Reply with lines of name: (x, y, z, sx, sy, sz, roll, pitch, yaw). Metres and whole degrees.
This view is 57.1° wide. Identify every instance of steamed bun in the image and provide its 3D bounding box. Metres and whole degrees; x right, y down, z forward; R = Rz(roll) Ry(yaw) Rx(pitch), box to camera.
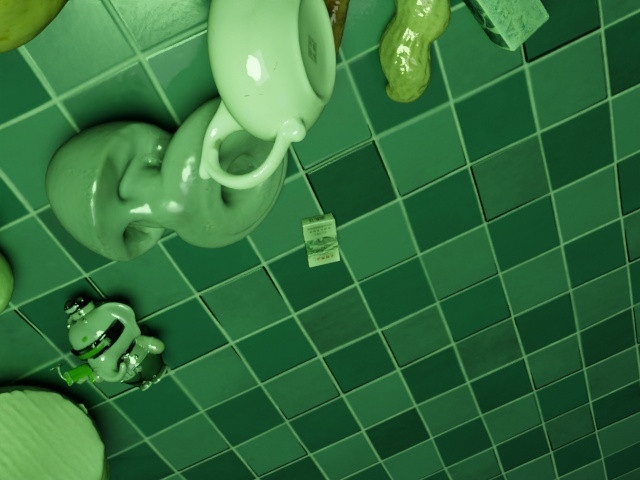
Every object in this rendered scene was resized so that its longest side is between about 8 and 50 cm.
steamed bun: (-0.512, 0.397, 0.939, 0.309, 0.309, 0.309, -7, 123, -10)

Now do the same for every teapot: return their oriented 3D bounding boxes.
teapot: (-0.066, -0.206, 0.676, 0.139, 0.298, 0.204, 0, 164, 17)

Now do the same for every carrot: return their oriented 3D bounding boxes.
carrot: (0.017, -0.305, 0.767, 0.057, 0.057, 0.224, 10, 113, -20)

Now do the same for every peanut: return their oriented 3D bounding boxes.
peanut: (0.125, -0.276, 0.790, 0.082, 0.082, 0.187, 5, 120, -17)

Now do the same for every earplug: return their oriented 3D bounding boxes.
earplug: (-0.192, -0.086, 0.787, 0.325, 0.175, 0.214, -14, 129, -17)

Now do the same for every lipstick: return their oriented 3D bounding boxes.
lipstick: (0.189, -0.368, 0.748, 0.076, 0.077, 0.289, -45, 122, 10)

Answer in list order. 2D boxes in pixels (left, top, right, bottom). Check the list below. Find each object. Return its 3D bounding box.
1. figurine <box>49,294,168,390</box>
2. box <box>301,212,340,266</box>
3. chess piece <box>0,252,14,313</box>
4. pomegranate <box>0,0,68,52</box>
figurine: (-0.329, 0.161, 0.929, 0.147, 0.126, 0.192, -27, 114, 26)
box: (0.000, 0.000, 0.965, 0.054, 0.024, 0.083, -14, 124, -7)
chess piece: (-0.500, -0.018, 0.744, 0.182, 0.182, 0.330, -12, 129, -7)
pomegranate: (-0.363, -0.330, 0.483, 0.342, 0.342, 0.342, -7, 123, -10)
